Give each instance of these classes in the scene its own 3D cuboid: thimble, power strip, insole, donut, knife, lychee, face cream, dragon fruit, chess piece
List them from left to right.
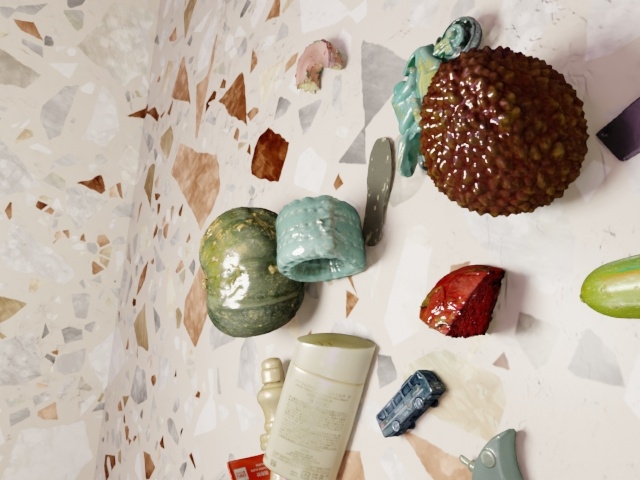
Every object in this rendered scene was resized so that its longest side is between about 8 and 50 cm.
[{"bbox_3d":[-0.098,0.491,1.191,0.117,0.117,0.397,-31,58,46],"label":"chess piece"},{"bbox_3d":[-0.006,0.365,1.063,0.081,0.174,0.348,-45,-29,-80],"label":"face cream"},{"bbox_3d":[-0.005,-0.467,1.263,0.166,0.065,0.117,-11,77,50],"label":"donut"},{"bbox_3d":[0.000,0.000,1.061,0.235,0.198,0.143,101,164,-70],"label":"thimble"},{"bbox_3d":[0.128,-0.109,1.075,0.081,0.011,0.247,9,92,55],"label":"insole"},{"bbox_3d":[0.222,0.095,0.811,0.127,0.161,0.120,14,97,41],"label":"dragon fruit"},{"bbox_3d":[0.257,-0.169,0.714,0.271,0.271,0.271,-12,75,51],"label":"lychee"},{"bbox_3d":[0.309,0.409,0.721,0.253,0.054,0.167,45,118,45],"label":"power strip"},{"bbox_3d":[0.487,-0.206,0.628,0.245,0.019,0.072,-51,51,38],"label":"knife"}]

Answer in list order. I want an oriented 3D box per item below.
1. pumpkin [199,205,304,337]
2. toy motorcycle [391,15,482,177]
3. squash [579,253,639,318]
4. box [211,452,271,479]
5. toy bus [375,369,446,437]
[{"bbox_3d":[-0.176,0.074,1.223,0.291,0.257,0.327,-171,72,-75],"label":"pumpkin"},{"bbox_3d":[0.207,-0.269,0.926,0.198,0.109,0.296,6,87,55],"label":"toy motorcycle"},{"bbox_3d":[0.423,0.055,0.605,0.188,0.095,0.095,-13,74,51],"label":"squash"},{"bbox_3d":[-0.220,0.672,1.296,0.182,0.133,0.099,-56,44,28],"label":"box"},{"bbox_3d":[0.170,0.315,0.922,0.166,0.047,0.065,-58,40,29],"label":"toy bus"}]
